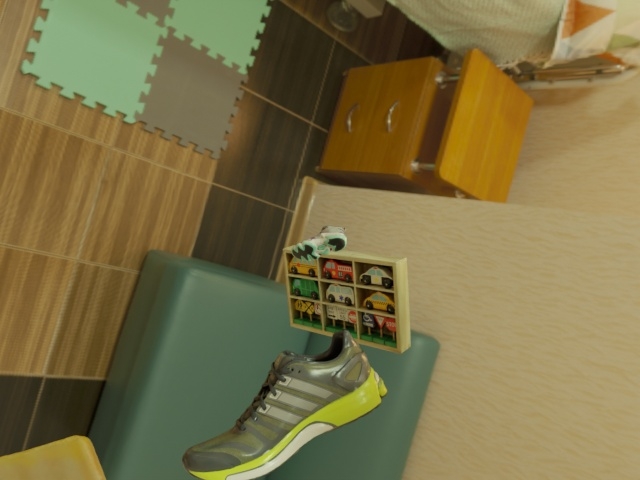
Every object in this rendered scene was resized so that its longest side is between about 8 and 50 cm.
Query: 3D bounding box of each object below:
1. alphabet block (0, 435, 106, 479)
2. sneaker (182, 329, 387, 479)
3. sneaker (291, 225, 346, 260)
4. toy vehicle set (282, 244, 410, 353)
[{"bbox_3d":[-0.200,0.256,0.261,0.193,0.197,0.192,0,130,-48],"label":"alphabet block"},{"bbox_3d":[-0.055,0.225,0.731,0.300,0.111,0.121,-24,95,-24],"label":"sneaker"},{"bbox_3d":[0.000,0.000,0.902,0.069,0.098,0.038,-79,154,-61],"label":"sneaker"},{"bbox_3d":[0.043,0.102,0.976,0.035,0.266,0.166,-20,109,-47],"label":"toy vehicle set"}]
